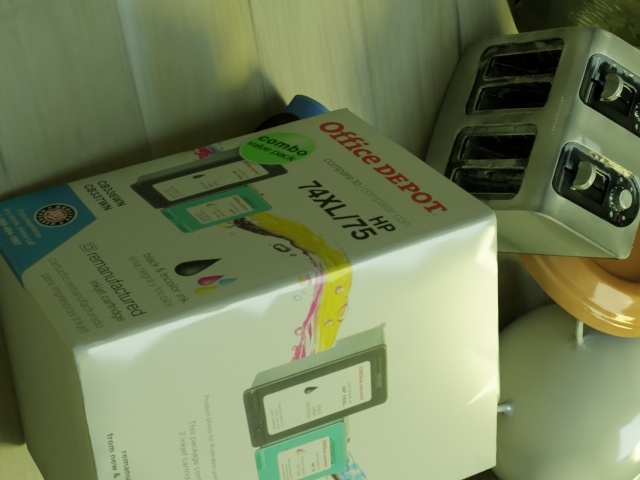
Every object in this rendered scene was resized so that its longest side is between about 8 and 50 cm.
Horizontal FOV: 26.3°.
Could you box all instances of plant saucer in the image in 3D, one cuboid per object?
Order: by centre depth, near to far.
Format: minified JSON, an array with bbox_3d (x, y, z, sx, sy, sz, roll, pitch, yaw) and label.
[{"bbox_3d":[0.255,-0.006,1.250,0.200,0.200,0.037,-15,158,-43],"label":"plant saucer"}]

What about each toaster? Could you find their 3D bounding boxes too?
[{"bbox_3d":[0.182,-0.080,1.131,0.110,0.185,0.168,28,76,-35],"label":"toaster"}]

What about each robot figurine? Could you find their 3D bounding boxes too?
[{"bbox_3d":[0.273,0.184,1.339,0.300,0.199,0.353,-54,139,-4],"label":"robot figurine"}]

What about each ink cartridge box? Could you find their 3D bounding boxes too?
[{"bbox_3d":[-0.048,0.064,0.880,0.270,0.198,0.197,-18,122,-22],"label":"ink cartridge box"}]

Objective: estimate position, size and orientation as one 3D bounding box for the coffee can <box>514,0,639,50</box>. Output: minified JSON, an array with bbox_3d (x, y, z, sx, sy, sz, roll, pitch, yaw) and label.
[{"bbox_3d":[0.329,-0.254,1.194,0.275,0.201,0.201,-50,137,-19],"label":"coffee can"}]

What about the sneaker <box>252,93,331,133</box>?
[{"bbox_3d":[0.000,0.000,1.055,0.090,0.081,0.232,-43,128,-20],"label":"sneaker"}]
